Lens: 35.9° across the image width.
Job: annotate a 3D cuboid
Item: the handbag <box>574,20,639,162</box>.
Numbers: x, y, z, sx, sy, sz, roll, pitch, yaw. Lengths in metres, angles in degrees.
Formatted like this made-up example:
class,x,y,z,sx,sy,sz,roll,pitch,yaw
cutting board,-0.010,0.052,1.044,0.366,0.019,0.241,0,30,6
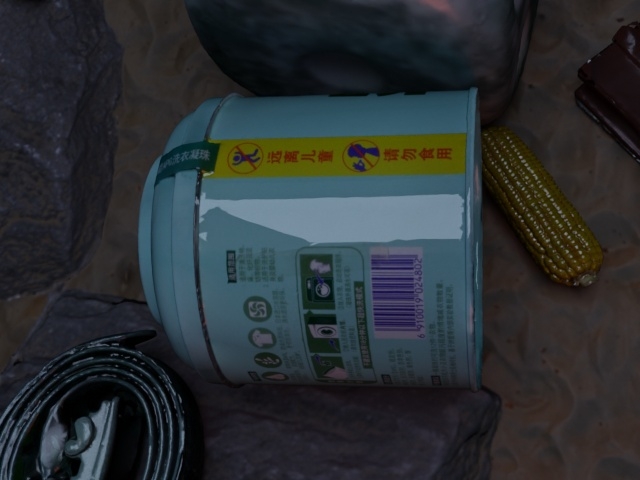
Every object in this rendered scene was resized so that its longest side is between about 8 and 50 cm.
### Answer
class,x,y,z,sx,sy,sz,roll,pitch,yaw
handbag,0.444,-0.154,1.027,0.260,0.084,0.275,-38,68,0

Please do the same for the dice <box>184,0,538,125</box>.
class,x,y,z,sx,sy,sz,roll,pitch,yaw
dice,0.065,-0.326,1.023,0.330,0.328,0.348,12,74,14

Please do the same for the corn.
class,x,y,z,sx,sy,sz,roll,pitch,yaw
corn,0.223,-0.035,1.034,0.068,0.068,0.207,-32,67,-1

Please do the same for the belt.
class,x,y,z,sx,sy,sz,roll,pitch,yaw
belt,-0.222,0.216,1.011,0.206,0.116,0.268,22,80,14

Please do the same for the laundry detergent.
class,x,y,z,sx,sy,sz,roll,pitch,yaw
laundry detergent,0.000,0.000,0.948,0.305,0.287,0.287,0,72,11
